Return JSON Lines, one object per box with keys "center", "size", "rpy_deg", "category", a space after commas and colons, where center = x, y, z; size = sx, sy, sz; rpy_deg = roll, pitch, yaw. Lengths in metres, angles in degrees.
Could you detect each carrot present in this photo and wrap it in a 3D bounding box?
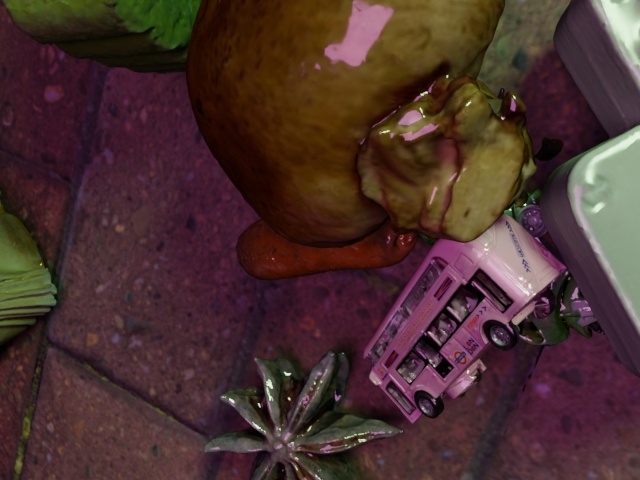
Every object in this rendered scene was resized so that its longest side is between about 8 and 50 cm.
{"center": [0.000, 0.000, 0.571], "size": [0.186, 0.060, 0.060], "rpy_deg": [-9, 96, 39], "category": "carrot"}

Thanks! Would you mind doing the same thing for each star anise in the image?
{"center": [-0.015, 0.189, 0.623], "size": [0.180, 0.061, 0.205], "rpy_deg": [15, 105, 20], "category": "star anise"}

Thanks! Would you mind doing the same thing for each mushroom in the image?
{"center": [0.022, -0.112, 0.443], "size": [0.283, 0.195, 0.263], "rpy_deg": [39, 116, 39], "category": "mushroom"}

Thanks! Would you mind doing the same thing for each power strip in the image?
{"center": [0.252, -0.062, 0.396], "size": [0.229, 0.141, 0.261], "rpy_deg": [-28, 87, 4], "category": "power strip"}

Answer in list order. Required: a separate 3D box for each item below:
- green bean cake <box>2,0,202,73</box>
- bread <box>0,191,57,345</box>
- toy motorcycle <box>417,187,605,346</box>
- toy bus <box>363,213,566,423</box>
{"center": [-0.141, -0.262, 0.516], "size": [0.124, 0.222, 0.248], "rpy_deg": [2, 96, 21], "category": "green bean cake"}
{"center": [-0.418, 0.038, 0.750], "size": [0.192, 0.110, 0.210], "rpy_deg": [-38, 83, 18], "category": "bread"}
{"center": [0.156, 0.014, 0.520], "size": [0.190, 0.074, 0.106], "rpy_deg": [46, 122, 10], "category": "toy motorcycle"}
{"center": [0.101, 0.063, 0.506], "size": [0.090, 0.063, 0.203], "rpy_deg": [46, 141, 19], "category": "toy bus"}
